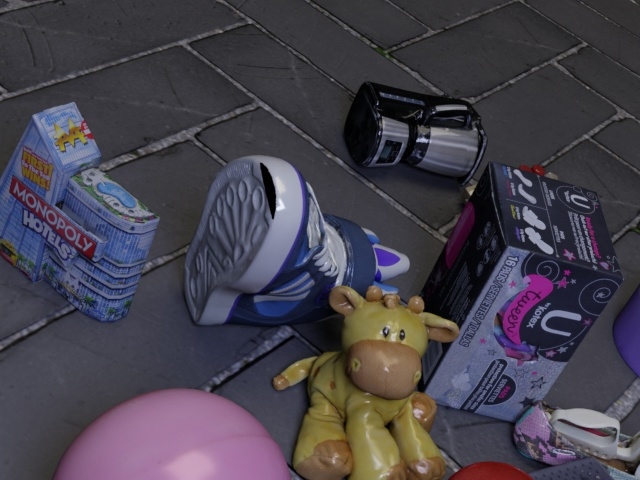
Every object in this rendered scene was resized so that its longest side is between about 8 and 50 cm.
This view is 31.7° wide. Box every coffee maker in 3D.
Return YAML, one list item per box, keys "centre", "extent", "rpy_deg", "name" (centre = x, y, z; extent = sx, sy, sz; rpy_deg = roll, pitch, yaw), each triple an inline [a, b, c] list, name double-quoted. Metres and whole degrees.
- centre: [0.129, -0.161, 1.649]
  extent: [0.178, 0.120, 0.171]
  rpy_deg: [9, 16, -21]
  name: "coffee maker"

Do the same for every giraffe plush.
- centre: [0.061, 0.139, 1.172]
  extent: [0.181, 0.170, 0.210]
  rpy_deg: [0, 43, -28]
  name: "giraffe plush"

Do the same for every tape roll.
- centre: [0.492, 0.129, 1.497]
  extent: [0.189, 0.080, 0.189]
  rpy_deg: [15, 38, -12]
  name: "tape roll"

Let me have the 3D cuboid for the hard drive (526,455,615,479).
- centre: [0.287, 0.344, 1.140]
  extent: [0.172, 0.054, 0.254]
  rpy_deg: [-6, 46, -33]
  name: "hard drive"

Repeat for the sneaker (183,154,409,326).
- centre: [0.000, 0.001, 1.195]
  extent: [0.236, 0.323, 0.130]
  rpy_deg: [-4, 68, -23]
  name: "sneaker"

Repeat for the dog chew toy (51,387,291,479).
- centre: [-0.086, 0.286, 0.903]
  extent: [0.207, 0.206, 0.332]
  rpy_deg: [-10, 57, -37]
  name: "dog chew toy"

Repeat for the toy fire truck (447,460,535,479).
- centre: [0.108, 0.354, 0.969]
  extent: [0.254, 0.169, 0.302]
  rpy_deg: [-19, 50, -13]
  name: "toy fire truck"

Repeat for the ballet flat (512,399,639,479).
- centre: [0.329, 0.237, 1.275]
  extent: [0.221, 0.079, 0.077]
  rpy_deg: [20, 36, -5]
  name: "ballet flat"

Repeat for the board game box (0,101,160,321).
- centre: [-0.267, -0.035, 1.190]
  extent: [0.194, 0.194, 0.060]
  rpy_deg: [37, 39, 18]
  name: "board game box"

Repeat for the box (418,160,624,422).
- centre: [0.216, 0.065, 1.284]
  extent: [0.142, 0.247, 0.163]
  rpy_deg: [14, 38, -11]
  name: "box"

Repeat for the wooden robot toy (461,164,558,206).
- centre: [0.294, -0.058, 1.632]
  extent: [0.173, 0.076, 0.079]
  rpy_deg: [-6, 57, -33]
  name: "wooden robot toy"
